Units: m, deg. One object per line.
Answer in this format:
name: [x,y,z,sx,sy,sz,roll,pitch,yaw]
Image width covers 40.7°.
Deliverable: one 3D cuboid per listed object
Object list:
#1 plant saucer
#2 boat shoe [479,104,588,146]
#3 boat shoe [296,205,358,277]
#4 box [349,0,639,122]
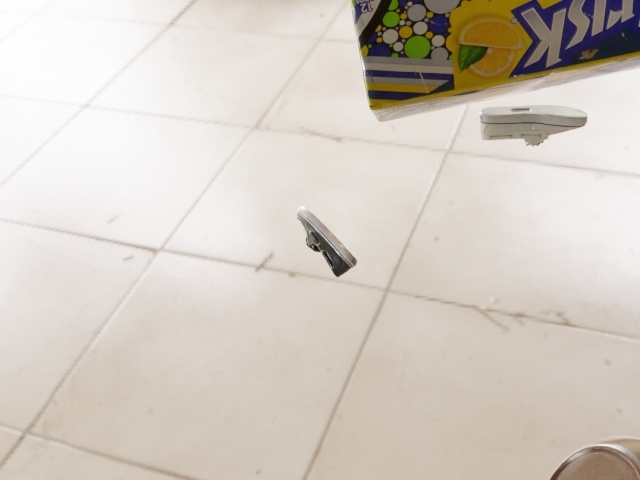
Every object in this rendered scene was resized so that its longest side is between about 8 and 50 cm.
plant saucer: [0.267,0.263,0.828,0.029,0.168,0.168,31,32,-24]
boat shoe: [0.201,-0.107,0.817,0.100,0.035,0.035,0,28,7]
boat shoe: [0.000,0.000,1.282,0.040,0.049,0.142,-43,52,-1]
box: [0.102,-0.103,0.409,0.169,0.059,0.054,-10,0,9]
